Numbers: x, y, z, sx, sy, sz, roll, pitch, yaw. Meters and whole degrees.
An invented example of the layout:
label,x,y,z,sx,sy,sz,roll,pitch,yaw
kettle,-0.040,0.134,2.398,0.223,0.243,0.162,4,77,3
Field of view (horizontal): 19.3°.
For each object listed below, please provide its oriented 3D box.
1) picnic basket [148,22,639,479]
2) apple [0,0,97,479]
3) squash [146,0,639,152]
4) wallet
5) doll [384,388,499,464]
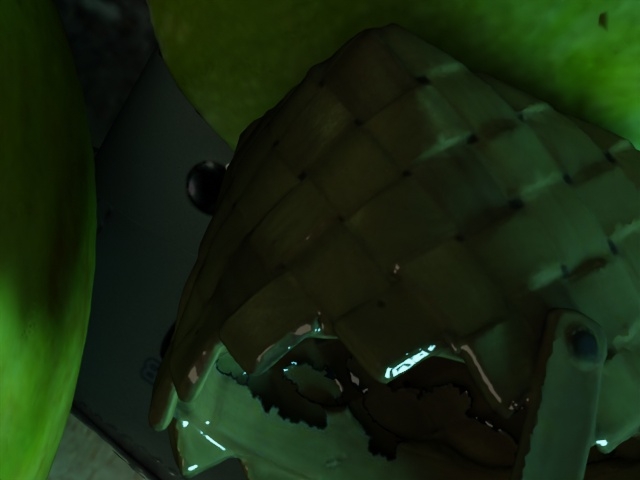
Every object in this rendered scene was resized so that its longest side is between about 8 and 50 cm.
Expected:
label,x,y,z,sx,sy,sz,roll,pitch,yaw
picnic basket,0.027,0.055,0.467,0.137,0.178,0.128,24,146,-18
apple,-0.230,-0.001,0.547,0.339,0.339,0.340,4,104,14
squash,0.108,-0.123,0.540,0.309,0.210,0.234,-30,94,34
wallet,0.000,0.000,0.632,0.170,0.069,0.231,35,109,0
doll,0.122,0.138,0.581,0.255,0.152,0.196,8,112,-2
